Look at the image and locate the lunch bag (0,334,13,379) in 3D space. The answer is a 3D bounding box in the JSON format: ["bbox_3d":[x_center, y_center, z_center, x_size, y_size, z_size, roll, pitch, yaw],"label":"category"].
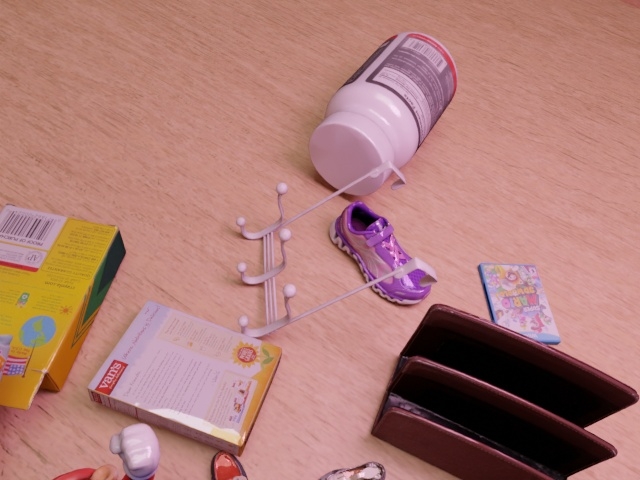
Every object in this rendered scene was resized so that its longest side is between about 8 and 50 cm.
[{"bbox_3d":[-0.540,0.190,0.604,0.262,0.160,0.224,12,86,7],"label":"lunch bag"}]

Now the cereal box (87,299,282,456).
[{"bbox_3d":[-0.199,0.203,0.788,0.240,0.047,0.173,19,46,6],"label":"cereal box"}]

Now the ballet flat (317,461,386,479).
[{"bbox_3d":[0.042,0.343,0.740,0.114,0.041,0.041,-10,56,-16],"label":"ballet flat"}]

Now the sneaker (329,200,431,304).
[{"bbox_3d":[0.112,0.015,0.953,0.095,0.105,0.236,-32,66,-30],"label":"sneaker"}]

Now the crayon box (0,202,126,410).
[{"bbox_3d":[-0.465,0.103,0.804,0.202,0.081,0.319,12,53,0],"label":"crayon box"}]

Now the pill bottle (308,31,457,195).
[{"bbox_3d":[0.136,-0.273,1.103,0.210,0.210,0.363,29,55,12],"label":"pill bottle"}]

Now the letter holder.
[{"bbox_3d":[0.256,0.246,0.738,0.301,0.214,0.152,24,54,8],"label":"letter holder"}]

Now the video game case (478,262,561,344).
[{"bbox_3d":[0.374,0.117,0.978,0.119,0.015,0.166,3,54,-8],"label":"video game case"}]

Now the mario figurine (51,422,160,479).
[{"bbox_3d":[-0.247,0.324,0.558,0.320,0.170,0.198,-13,25,34],"label":"mario figurine"}]

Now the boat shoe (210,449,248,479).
[{"bbox_3d":[-0.117,0.351,0.705,0.049,0.043,0.137,-15,57,-17],"label":"boat shoe"}]

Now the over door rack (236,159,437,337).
[{"bbox_3d":[0.000,0.000,0.855,0.324,0.108,0.240,-20,49,15],"label":"over door rack"}]
